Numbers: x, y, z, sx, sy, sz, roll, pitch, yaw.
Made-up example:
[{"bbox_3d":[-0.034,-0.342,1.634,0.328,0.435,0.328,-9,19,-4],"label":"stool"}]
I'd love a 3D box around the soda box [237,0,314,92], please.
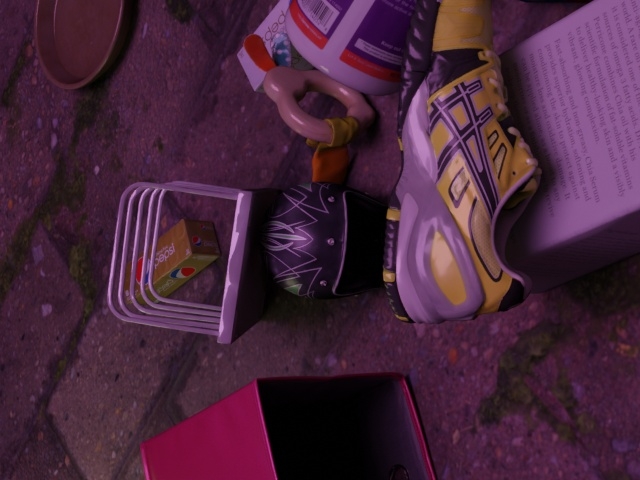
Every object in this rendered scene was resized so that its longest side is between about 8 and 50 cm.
[{"bbox_3d":[-0.021,-0.298,1.867,0.216,0.069,0.074,-46,55,35],"label":"soda box"}]

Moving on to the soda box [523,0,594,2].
[{"bbox_3d":[0.297,-0.308,1.525,0.210,0.067,0.071,11,95,47],"label":"soda box"}]

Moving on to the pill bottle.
[{"bbox_3d":[0.102,-0.350,1.656,0.323,0.181,0.181,-56,50,27],"label":"pill bottle"}]

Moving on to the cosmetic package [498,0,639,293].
[{"bbox_3d":[0.324,-0.121,1.409,0.453,0.161,0.230,-27,67,43],"label":"cosmetic package"}]

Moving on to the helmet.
[{"bbox_3d":[0.000,0.000,1.745,0.169,0.161,0.169,-6,82,47],"label":"helmet"}]

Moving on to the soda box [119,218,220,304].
[{"bbox_3d":[-0.232,0.034,2.069,0.181,0.058,0.061,-35,61,39],"label":"soda box"}]

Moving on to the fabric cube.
[{"bbox_3d":[-0.033,0.328,1.683,0.258,0.259,0.254,-34,63,42],"label":"fabric cube"}]

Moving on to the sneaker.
[{"bbox_3d":[0.158,-0.102,1.397,0.147,0.145,0.385,2,85,17],"label":"sneaker"}]

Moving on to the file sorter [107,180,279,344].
[{"bbox_3d":[-0.167,0.017,1.809,0.173,0.277,0.193,8,94,4],"label":"file sorter"}]

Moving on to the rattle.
[{"bbox_3d":[-0.031,-0.174,1.826,0.199,0.130,0.143,33,152,15],"label":"rattle"}]

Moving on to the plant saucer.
[{"bbox_3d":[-0.404,-0.394,2.309,0.278,0.041,0.278,-6,81,46],"label":"plant saucer"}]
